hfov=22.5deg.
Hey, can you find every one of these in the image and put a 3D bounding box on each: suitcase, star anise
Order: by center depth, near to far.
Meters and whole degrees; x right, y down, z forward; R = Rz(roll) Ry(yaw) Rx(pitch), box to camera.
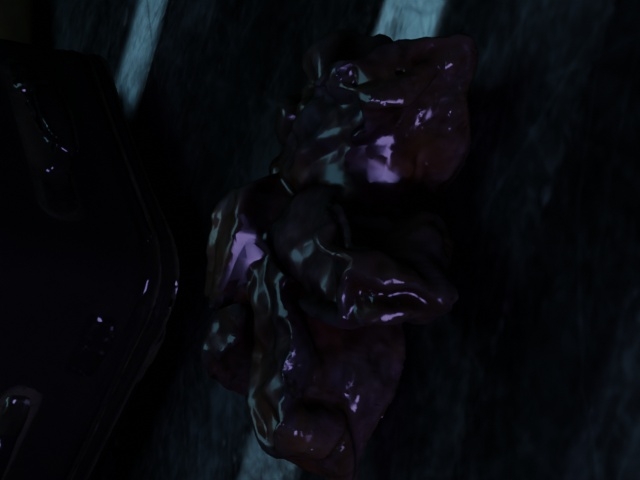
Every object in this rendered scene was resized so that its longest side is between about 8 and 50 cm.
[{"bbox_3d":[-0.002,0.007,0.761,0.214,0.099,0.220,-157,78,-73],"label":"star anise"},{"bbox_3d":[-0.249,0.077,1.126,0.434,0.194,0.283,-62,36,34],"label":"suitcase"}]

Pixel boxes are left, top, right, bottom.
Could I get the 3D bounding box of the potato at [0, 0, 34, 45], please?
[{"bbox_3d":[-0.327,-0.172,1.455,0.150,0.146,0.233,86,174,-54],"label":"potato"}]
